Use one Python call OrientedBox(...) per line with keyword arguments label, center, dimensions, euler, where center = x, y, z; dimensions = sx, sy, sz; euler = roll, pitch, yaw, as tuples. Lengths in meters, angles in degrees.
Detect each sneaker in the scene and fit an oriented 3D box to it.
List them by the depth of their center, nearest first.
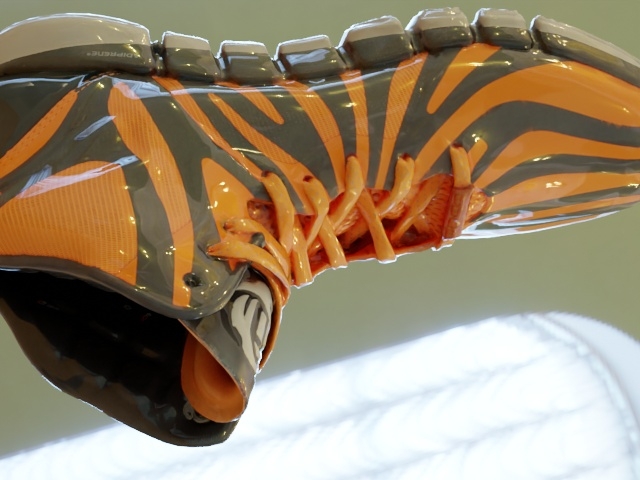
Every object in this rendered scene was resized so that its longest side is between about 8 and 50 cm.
OrientedBox(label="sneaker", center=(0.000, 0.000, 0.544), dimensions=(0.180, 0.321, 0.124), euler=(-94, -178, -46))
